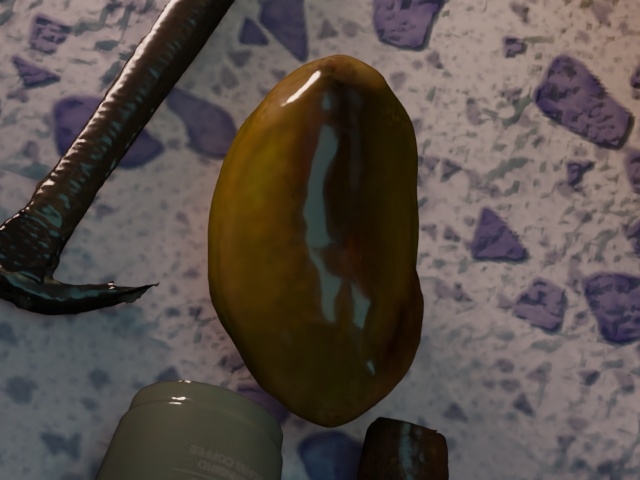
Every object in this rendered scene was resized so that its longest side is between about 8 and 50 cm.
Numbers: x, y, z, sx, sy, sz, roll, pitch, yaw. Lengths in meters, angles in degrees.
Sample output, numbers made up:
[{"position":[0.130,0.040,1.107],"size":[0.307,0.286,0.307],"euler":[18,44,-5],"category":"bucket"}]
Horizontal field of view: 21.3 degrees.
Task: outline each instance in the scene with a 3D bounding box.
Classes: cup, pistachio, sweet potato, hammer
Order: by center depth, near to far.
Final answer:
[{"position":[-0.070,0.142,0.793],"size":[0.120,0.120,0.141],"euler":[19,59,-11],"category":"cup"},{"position":[0.041,0.149,0.866],"size":[0.049,0.049,0.117],"euler":[4,81,-17],"category":"sweet potato"},{"position":[-0.003,0.002,0.871],"size":[0.110,0.100,0.189],"euler":[-3,81,4],"category":"pistachio"},{"position":[-0.090,-0.089,0.909],"size":[0.125,0.027,0.297],"euler":[32,65,-5],"category":"hammer"}]
